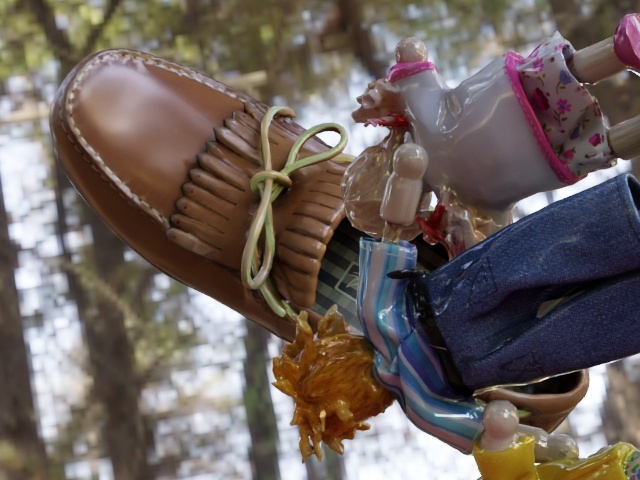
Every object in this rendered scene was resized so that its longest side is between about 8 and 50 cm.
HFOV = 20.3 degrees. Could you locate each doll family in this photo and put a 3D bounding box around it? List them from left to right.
[{"bbox_3d":[0.073,0.054,0.625,0.163,0.263,0.118,-24,4,29],"label":"doll family"}]

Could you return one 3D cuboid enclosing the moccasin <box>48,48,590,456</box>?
[{"bbox_3d":[-0.002,0.002,1.120,0.139,0.380,0.147,-49,-3,-22],"label":"moccasin"}]
